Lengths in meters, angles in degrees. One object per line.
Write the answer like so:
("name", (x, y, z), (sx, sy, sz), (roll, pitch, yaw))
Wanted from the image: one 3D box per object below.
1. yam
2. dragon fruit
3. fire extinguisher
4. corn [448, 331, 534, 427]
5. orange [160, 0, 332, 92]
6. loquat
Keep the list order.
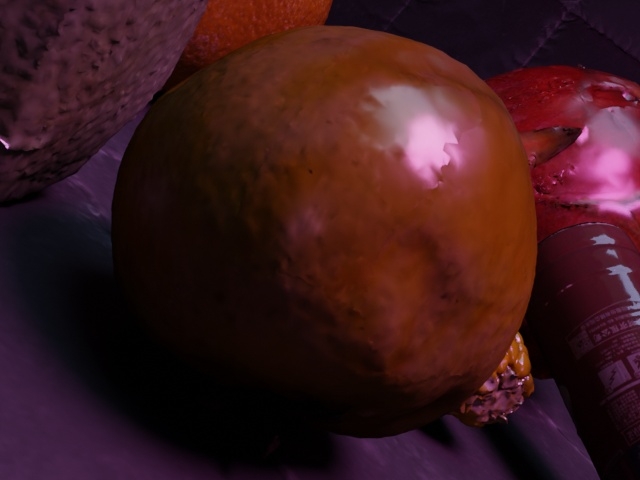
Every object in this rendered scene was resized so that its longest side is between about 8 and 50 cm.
("yam", (-0.189, -0.163, 0.512), (0.271, 0.202, 0.201), (46, 36, 22))
("dragon fruit", (0.204, -0.016, 0.921), (0.296, 0.301, 0.295), (58, 4, -6))
("fire extinguisher", (0.217, 0.144, 0.645), (0.137, 0.102, 0.344), (-7, 47, -8))
("corn", (0.045, 0.021, 0.720), (0.102, 0.102, 0.313), (27, 20, -43))
("orange", (-0.122, -0.256, 0.874), (0.264, 0.264, 0.264), (37, 13, -10))
("loquat", (0.001, 0.001, 0.467), (0.213, 0.213, 0.213), (37, 13, -10))
